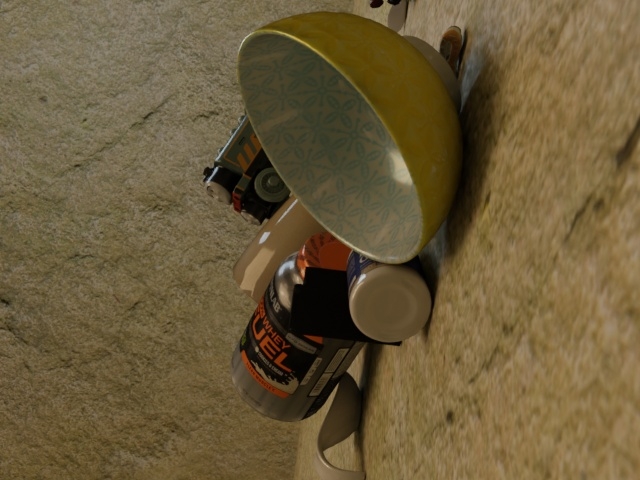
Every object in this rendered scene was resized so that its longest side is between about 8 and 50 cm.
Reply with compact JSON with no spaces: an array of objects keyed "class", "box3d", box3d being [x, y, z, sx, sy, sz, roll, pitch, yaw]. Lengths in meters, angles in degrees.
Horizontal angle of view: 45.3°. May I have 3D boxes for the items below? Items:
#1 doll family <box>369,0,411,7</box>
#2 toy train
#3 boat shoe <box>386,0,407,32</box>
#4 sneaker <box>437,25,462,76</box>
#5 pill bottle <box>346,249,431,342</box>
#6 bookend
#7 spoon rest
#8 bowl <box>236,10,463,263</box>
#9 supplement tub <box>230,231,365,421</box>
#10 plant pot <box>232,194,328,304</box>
[{"class":"doll family","box3d":[0.136,-0.466,1.317,0.193,0.076,0.111,111,170,-68]},{"class":"toy train","box3d":[-0.105,-0.193,1.620,0.334,0.190,0.142,-60,-8,-19]},{"class":"boat shoe","box3d":[0.149,-0.443,1.446,0.035,0.035,0.100,-27,-56,-60]},{"class":"sneaker","box3d":[0.148,-0.208,0.889,0.037,0.032,0.083,-65,-7,-49]},{"class":"pill bottle","box3d":[0.079,0.045,0.937,0.169,0.094,0.094,-91,8,-69]},{"class":"bookend","box3d":[0.037,0.076,1.103,0.156,0.157,0.072,-92,10,-70]},{"class":"spoon rest","box3d":[0.031,0.337,1.364,0.276,0.084,0.137,-91,8,-66]},{"class":"bowl","box3d":[0.058,-0.135,0.831,0.156,0.289,0.289,-38,-16,-20]},{"class":"supplement tub","box3d":[-0.020,0.148,1.318,0.193,0.193,0.316,-86,20,-53]},{"class":"plant pot","box3d":[0.000,0.000,1.533,0.274,0.256,0.256,-60,9,16]}]
